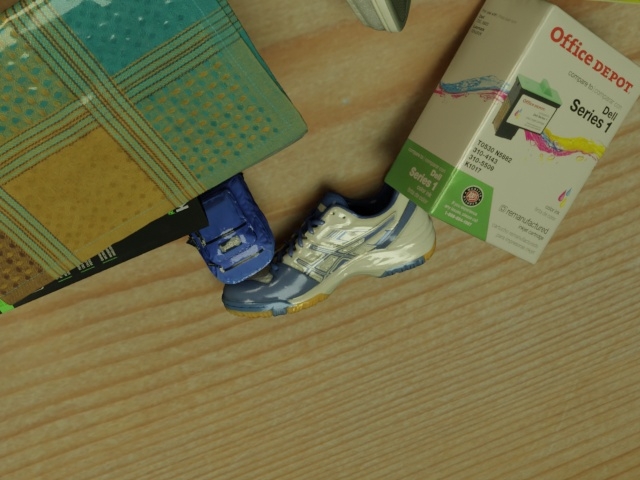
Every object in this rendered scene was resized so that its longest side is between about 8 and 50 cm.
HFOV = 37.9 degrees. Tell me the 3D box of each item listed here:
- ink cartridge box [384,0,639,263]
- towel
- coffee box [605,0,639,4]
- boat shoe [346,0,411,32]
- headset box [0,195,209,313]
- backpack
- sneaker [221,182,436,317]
[{"bbox_3d":[0.242,-0.139,1.145,0.201,0.117,0.278,22,102,-34],"label":"ink cartridge box"},{"bbox_3d":[-0.228,-0.109,0.891,0.370,0.040,0.271,-30,131,4],"label":"towel"},{"bbox_3d":[0.303,-0.424,0.838,0.338,0.334,0.338,-1,127,-20],"label":"coffee box"},{"bbox_3d":[0.005,-0.343,0.945,0.103,0.118,0.320,-3,144,32],"label":"boat shoe"},{"bbox_3d":[-0.301,-0.084,0.998,0.283,0.131,0.246,-22,128,-3],"label":"headset box"},{"bbox_3d":[-0.114,-0.007,1.138,0.098,0.101,0.120,-27,104,7],"label":"backpack"},{"bbox_3d":[0.000,0.000,1.222,0.296,0.112,0.131,-22,115,-8],"label":"sneaker"}]
